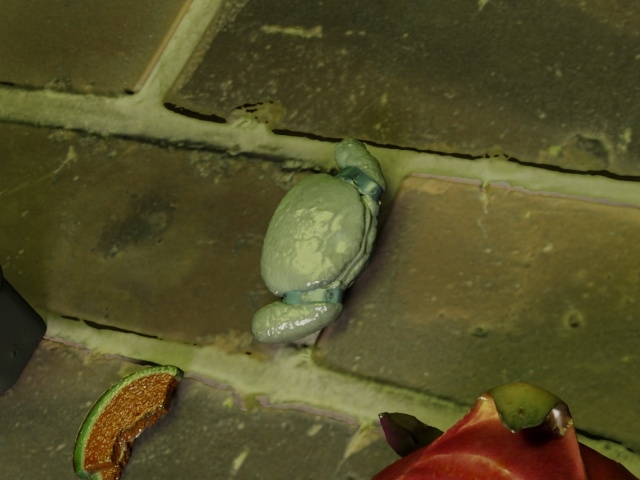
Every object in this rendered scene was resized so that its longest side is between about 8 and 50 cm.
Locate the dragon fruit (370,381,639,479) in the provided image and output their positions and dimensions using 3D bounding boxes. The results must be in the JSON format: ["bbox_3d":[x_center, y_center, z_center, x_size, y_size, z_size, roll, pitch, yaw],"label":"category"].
[{"bbox_3d":[0.110,0.245,1.153,0.290,0.189,0.291,-18,48,22],"label":"dragon fruit"}]

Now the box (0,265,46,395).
[{"bbox_3d":[-0.405,0.055,1.656,0.274,0.178,0.138,12,65,39],"label":"box"}]

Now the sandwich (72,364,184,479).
[{"bbox_3d":[-0.178,0.165,1.524,0.135,0.029,0.067,-47,50,-8],"label":"sandwich"}]

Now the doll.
[{"bbox_3d":[0.000,0.000,1.501,0.103,0.071,0.214,8,66,39],"label":"doll"}]
